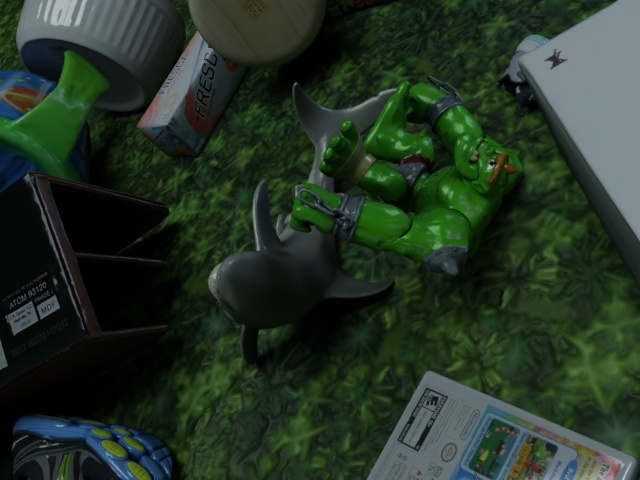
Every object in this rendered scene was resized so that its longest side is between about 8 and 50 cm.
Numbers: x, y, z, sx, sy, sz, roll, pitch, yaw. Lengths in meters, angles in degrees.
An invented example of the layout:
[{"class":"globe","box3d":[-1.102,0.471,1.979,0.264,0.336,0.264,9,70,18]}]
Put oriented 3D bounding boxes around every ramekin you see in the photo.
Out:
[{"class":"ramekin","box3d":[-0.289,-0.256,0.902,0.207,0.207,0.109,-1,66,37]}]

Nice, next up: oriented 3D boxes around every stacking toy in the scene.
[{"class":"stacking toy","box3d":[-0.064,-0.335,0.821,0.141,0.141,0.330,-26,34,19]}]

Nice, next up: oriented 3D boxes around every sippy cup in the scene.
[{"class":"sippy cup","box3d":[-0.380,-0.088,0.835,0.305,0.240,0.224,-10,36,1]}]

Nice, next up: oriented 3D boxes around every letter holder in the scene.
[{"class":"letter holder","box3d":[-0.288,0.086,0.683,0.301,0.214,0.152,-29,76,17]}]

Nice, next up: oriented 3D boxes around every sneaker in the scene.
[{"class":"sneaker","box3d":[0.182,-0.125,0.549,0.069,0.038,0.098,-52,33,-6]},{"class":"sneaker","box3d":[-0.192,0.192,0.576,0.188,0.067,0.078,-1,78,36]}]

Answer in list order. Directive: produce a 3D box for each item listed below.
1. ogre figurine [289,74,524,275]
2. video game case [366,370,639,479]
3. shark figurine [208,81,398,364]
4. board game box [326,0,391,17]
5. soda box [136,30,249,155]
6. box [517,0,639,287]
[{"class":"ogre figurine","box3d":[0.076,-0.046,0.501,0.118,0.197,0.097,32,118,12]},{"class":"video game case","box3d":[0.084,0.169,0.402,0.143,0.019,0.157,17,68,44]},{"class":"shark figurine","box3d":[0.007,-0.002,0.564,0.116,0.166,0.278,9,41,14]},{"class":"board game box","box3d":[0.087,-0.356,0.807,0.136,0.035,0.201,-2,57,37]},{"class":"soda box","box3d":[-0.142,-0.189,0.835,0.062,0.058,0.183,6,62,41]},{"class":"box","box3d":[0.239,-0.065,0.392,0.180,0.119,0.182,-29,44,17]}]
